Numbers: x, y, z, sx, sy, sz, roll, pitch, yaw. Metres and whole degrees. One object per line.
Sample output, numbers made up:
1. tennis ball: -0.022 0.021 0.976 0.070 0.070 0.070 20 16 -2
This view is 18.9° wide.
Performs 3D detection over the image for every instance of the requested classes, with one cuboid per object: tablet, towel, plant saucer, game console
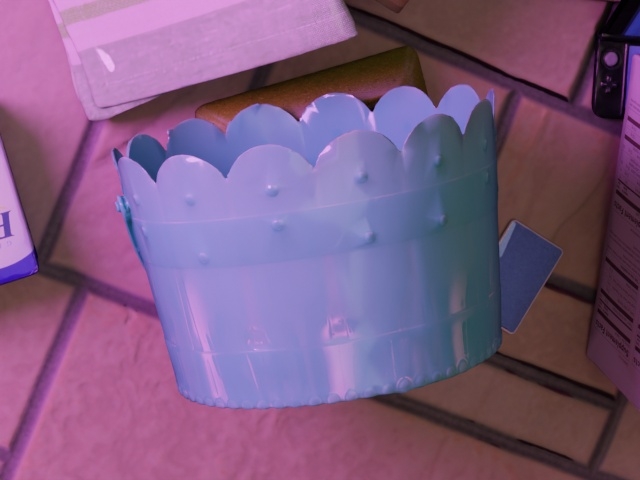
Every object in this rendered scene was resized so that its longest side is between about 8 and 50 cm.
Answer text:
1. tablet: 0.159 0.030 1.587 0.054 0.006 0.083 31 89 -14
2. towel: -0.138 -0.264 1.396 0.248 0.038 0.324 -15 104 31
3. plant saucer: 0.016 -0.040 1.526 0.188 0.045 0.188 -17 101 -9
4. game console: 0.290 -0.148 1.558 0.122 0.071 0.107 2 97 -12

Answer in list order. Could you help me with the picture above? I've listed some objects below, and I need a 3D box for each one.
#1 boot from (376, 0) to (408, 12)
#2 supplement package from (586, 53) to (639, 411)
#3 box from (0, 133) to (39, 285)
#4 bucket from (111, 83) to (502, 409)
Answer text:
1. boot: 0.012 -0.331 1.426 0.295 0.104 0.211 35 102 -3
2. supplement package: 0.350 0.006 1.508 0.199 0.198 0.262 3 106 -13
3. box: -0.290 -0.025 1.449 0.126 0.072 0.137 -18 102 -9
4. bucket: 0.000 0.000 1.371 0.281 0.281 0.183 -10 100 -11
